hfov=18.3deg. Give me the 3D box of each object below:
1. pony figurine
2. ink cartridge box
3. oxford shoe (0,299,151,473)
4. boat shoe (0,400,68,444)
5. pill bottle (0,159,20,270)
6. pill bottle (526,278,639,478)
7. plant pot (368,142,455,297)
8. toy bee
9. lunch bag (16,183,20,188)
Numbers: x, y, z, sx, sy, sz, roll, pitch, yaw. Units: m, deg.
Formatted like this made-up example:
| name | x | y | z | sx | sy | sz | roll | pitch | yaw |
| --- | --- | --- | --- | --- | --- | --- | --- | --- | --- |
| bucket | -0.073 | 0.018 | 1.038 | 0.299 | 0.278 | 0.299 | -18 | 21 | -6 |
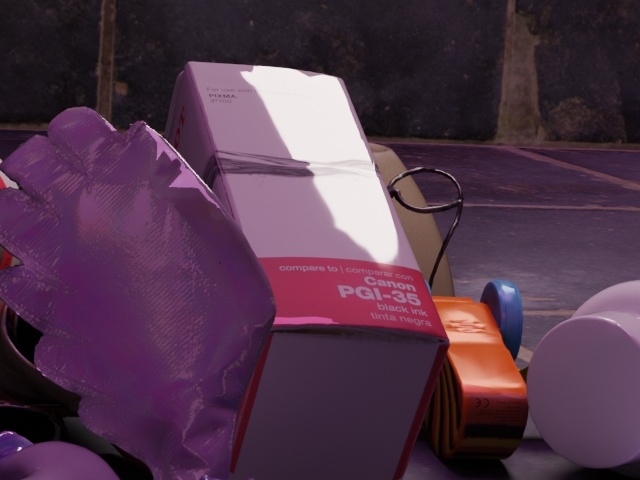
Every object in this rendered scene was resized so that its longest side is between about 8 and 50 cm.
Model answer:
| name | x | y | z | sx | sy | sz | roll | pitch | yaw |
| --- | --- | --- | --- | --- | --- | --- | --- | --- | --- |
| pony figurine | -0.115 | 0.140 | 0.920 | 0.351 | 0.303 | 0.363 | 40 | 15 | 13 |
| ink cartridge box | -0.030 | 0.046 | 1.255 | 0.117 | 0.207 | 0.283 | 4 | 36 | -17 |
| oxford shoe | -0.197 | 0.065 | 1.513 | 0.348 | 0.123 | 0.130 | 14 | -29 | 51 |
| boat shoe | -0.246 | 0.135 | 1.425 | 0.133 | 0.049 | 0.042 | 6 | 0 | -20 |
| pill bottle | -0.425 | -0.002 | 1.802 | 0.176 | 0.176 | 0.318 | 9 | 10 | 26 |
| pill bottle | 0.274 | 0.102 | 1.534 | 0.152 | 0.152 | 0.272 | 11 | 10 | 37 |
| plant pot | 0.000 | 0.000 | 1.944 | 0.284 | 0.191 | 0.284 | 5 | 9 | -1 |
| toy bee | 0.113 | 0.096 | 1.623 | 0.195 | 0.162 | 0.298 | 14 | 35 | 7 |
| lunch bag | -0.395 | -0.036 | 2.325 | 0.129 | 0.096 | 0.151 | 2 | -5 | 5 |
